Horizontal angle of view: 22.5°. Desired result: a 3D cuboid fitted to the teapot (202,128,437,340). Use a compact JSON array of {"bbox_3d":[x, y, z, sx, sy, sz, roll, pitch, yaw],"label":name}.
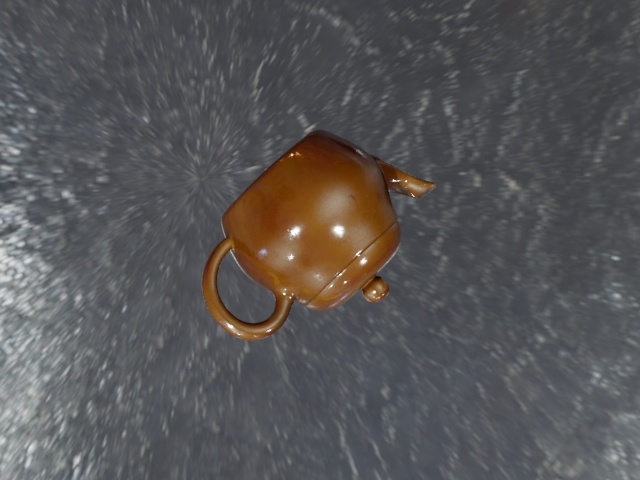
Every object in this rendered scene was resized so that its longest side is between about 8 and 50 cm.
[{"bbox_3d":[0.000,0.000,1.019,0.173,0.116,0.116,-41,95,-22],"label":"teapot"}]
